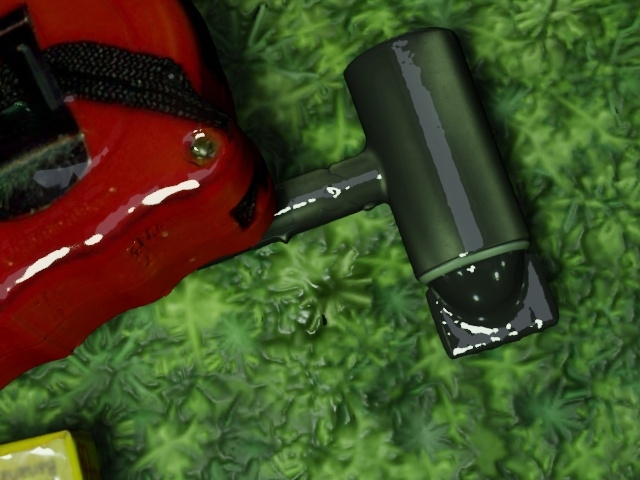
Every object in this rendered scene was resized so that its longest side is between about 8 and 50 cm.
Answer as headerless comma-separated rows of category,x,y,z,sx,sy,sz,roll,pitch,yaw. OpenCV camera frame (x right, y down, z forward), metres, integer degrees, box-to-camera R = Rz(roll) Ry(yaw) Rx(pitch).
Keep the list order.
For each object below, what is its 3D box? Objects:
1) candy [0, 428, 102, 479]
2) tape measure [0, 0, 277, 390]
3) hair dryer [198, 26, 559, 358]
candy,-0.175,0.256,0.701,0.146,0.088,0.276,-11,79,-4
tape measure,-0.172,-0.055,0.733,0.253,0.114,0.260,-30,68,1
hair dryer,0.000,0.000,0.775,0.248,0.078,0.195,-19,79,6
